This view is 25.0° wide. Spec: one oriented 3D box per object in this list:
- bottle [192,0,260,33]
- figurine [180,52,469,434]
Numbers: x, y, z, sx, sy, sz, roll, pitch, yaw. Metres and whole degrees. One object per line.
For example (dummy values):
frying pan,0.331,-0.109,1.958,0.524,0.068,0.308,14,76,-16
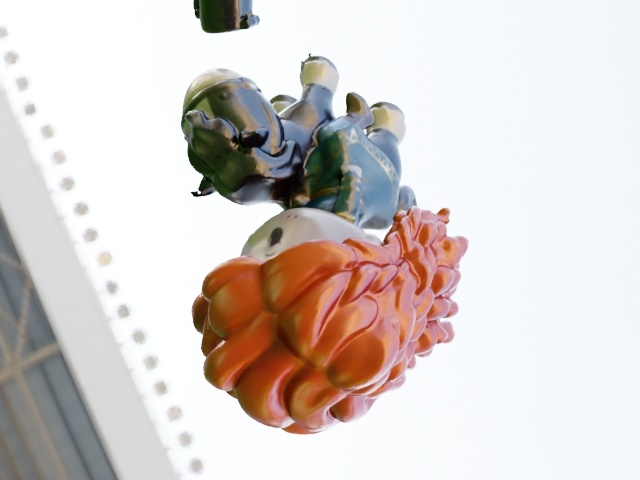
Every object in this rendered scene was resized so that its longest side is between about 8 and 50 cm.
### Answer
bottle,-0.112,-0.358,1.653,0.082,0.072,0.244,8,-67,22
figurine,-0.005,-0.011,1.440,0.241,0.306,0.412,-29,-120,29
